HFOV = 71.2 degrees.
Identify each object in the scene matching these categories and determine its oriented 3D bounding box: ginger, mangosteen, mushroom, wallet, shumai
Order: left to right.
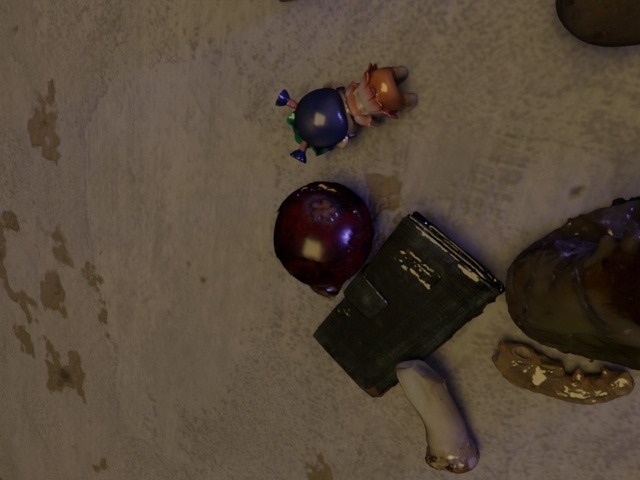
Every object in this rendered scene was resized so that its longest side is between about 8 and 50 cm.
[{"bbox_3d":[0.000,0.000,0.704,0.166,0.166,0.180,40,145,15],"label":"mangosteen"},{"bbox_3d":[0.114,0.116,0.698,0.169,0.044,0.317,43,129,11],"label":"wallet"},{"bbox_3d":[0.177,0.269,0.697,0.084,0.071,0.209,-15,107,38],"label":"mushroom"},{"bbox_3d":[0.331,0.190,0.626,0.173,0.051,0.070,7,111,22],"label":"ginger"},{"bbox_3d":[0.357,0.072,0.444,0.345,0.283,0.217,-4,99,29],"label":"shumai"}]

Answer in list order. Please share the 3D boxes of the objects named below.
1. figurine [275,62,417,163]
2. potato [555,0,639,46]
[{"bbox_3d":[0.032,-0.198,0.662,0.194,0.102,0.112,-22,88,32],"label":"figurine"},{"bbox_3d":[0.363,-0.295,0.422,0.262,0.164,0.165,-26,89,43],"label":"potato"}]
